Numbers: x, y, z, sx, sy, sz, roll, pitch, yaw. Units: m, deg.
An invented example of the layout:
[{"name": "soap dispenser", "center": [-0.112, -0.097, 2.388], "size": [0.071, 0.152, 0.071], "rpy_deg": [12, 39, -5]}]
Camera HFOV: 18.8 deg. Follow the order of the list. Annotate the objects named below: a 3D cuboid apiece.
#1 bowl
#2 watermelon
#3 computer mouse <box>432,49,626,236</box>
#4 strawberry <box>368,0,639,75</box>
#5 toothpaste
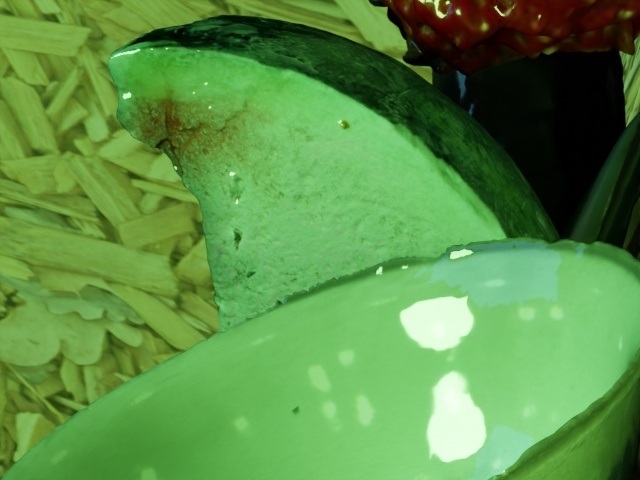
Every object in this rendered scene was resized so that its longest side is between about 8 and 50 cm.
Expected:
[{"name": "bowl", "center": [0.020, 0.130, 0.834], "size": [0.313, 0.313, 0.146], "rpy_deg": [-62, -49, -68]}, {"name": "watermelon", "center": [0.000, 0.000, 1.075], "size": [0.213, 0.320, 0.289], "rpy_deg": [-57, 13, 5]}, {"name": "computer mouse", "center": [0.136, -0.084, 1.315], "size": [0.323, 0.116, 0.183], "rpy_deg": [-31, -71, -70]}, {"name": "strawberry", "center": [0.131, -0.225, 1.065], "size": [0.261, 0.261, 0.257], "rpy_deg": [-64, -37, -59]}, {"name": "toothpaste", "center": [0.121, 0.095, 1.121], "size": [0.099, 0.061, 0.392], "rpy_deg": [93, -159, -68]}]
